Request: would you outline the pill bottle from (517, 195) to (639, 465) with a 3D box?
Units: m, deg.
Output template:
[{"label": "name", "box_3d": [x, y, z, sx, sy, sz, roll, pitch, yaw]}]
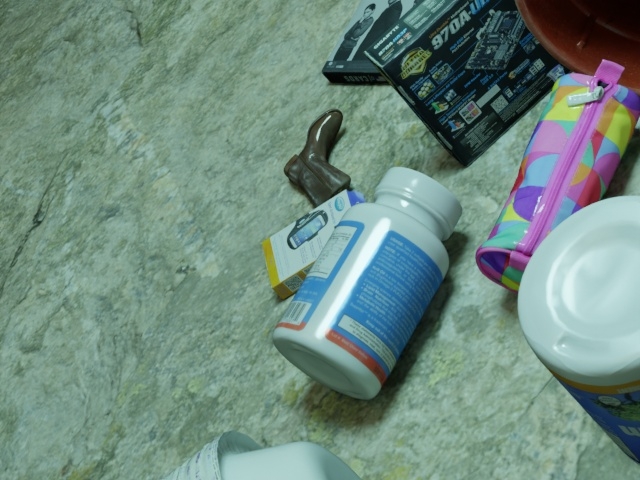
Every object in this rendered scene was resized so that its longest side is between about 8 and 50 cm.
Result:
[{"label": "pill bottle", "box_3d": [0.273, 0.095, 1.182, 0.152, 0.272, 0.152, -19, 51, 25]}]

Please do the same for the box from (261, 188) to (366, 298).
[{"label": "box", "box_3d": [0.000, 0.000, 1.730, 0.136, 0.028, 0.081, -30, 40, 14]}]

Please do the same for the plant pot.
[{"label": "plant pot", "box_3d": [0.357, -0.329, 1.535, 0.272, 0.272, 0.265, -8, 43, 38]}]

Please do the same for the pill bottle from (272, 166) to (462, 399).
[{"label": "pill bottle", "box_3d": [0.055, 0.040, 1.563, 0.124, 0.124, 0.221, 12, 64, 47]}]

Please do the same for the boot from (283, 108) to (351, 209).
[{"label": "boot", "box_3d": [0.013, -0.092, 1.793, 0.106, 0.037, 0.114, -56, 34, 8]}]

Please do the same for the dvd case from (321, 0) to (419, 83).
[{"label": "dvd case", "box_3d": [0.120, -0.293, 1.888, 0.179, 0.029, 0.239, 6, 60, 45]}]

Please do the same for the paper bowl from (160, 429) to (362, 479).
[{"label": "paper bowl", "box_3d": [-0.009, 0.282, 1.268, 0.148, 0.284, 0.284, -38, 38, 7]}]

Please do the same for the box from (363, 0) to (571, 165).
[{"label": "box", "box_3d": [0.181, -0.211, 1.637, 0.220, 0.175, 0.051, -43, 37, 4]}]

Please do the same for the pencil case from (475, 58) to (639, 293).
[{"label": "pencil case", "box_3d": [0.235, -0.058, 1.504, 0.104, 0.104, 0.236, 4, 61, 44]}]
